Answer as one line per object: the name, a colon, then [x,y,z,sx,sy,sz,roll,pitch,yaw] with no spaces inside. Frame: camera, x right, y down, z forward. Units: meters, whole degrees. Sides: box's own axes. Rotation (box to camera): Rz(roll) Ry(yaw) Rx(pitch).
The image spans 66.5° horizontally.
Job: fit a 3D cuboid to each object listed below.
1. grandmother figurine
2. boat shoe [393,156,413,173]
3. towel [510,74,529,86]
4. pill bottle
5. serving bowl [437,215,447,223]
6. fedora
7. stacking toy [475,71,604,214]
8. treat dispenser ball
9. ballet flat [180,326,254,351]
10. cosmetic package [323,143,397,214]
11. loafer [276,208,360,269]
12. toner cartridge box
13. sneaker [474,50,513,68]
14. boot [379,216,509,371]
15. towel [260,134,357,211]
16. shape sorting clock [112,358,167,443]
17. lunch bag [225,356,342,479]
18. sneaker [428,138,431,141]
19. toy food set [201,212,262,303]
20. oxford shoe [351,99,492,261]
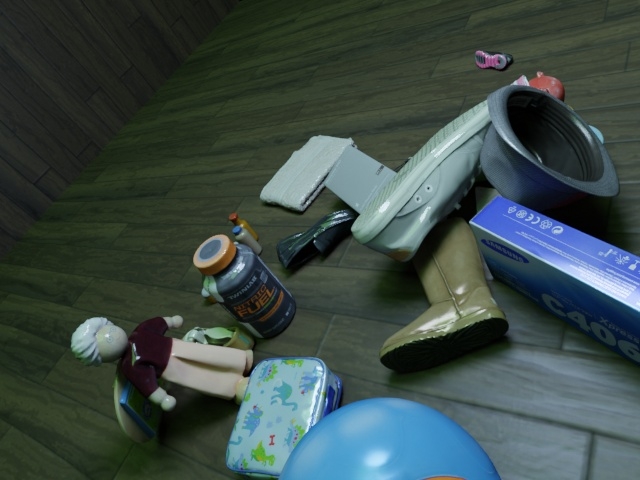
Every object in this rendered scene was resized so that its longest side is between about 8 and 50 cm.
grandmother figurine: [-0.302,0.224,0.953,0.104,0.343,0.207,-58,27,24]
boat shoe: [0.225,-0.186,1.223,0.125,0.038,0.046,-38,31,-5]
towel: [0.373,-0.254,1.064,0.197,0.029,0.144,-36,37,42]
pill bottle: [-0.166,0.096,1.053,0.131,0.245,0.130,-20,41,19]
serving bowl: [0.240,-0.058,1.091,0.083,0.027,0.083,-19,42,18]
fedora: [0.367,-0.142,0.842,0.124,0.244,0.275,121,154,-47]
stacking toy: [0.421,-0.205,1.029,0.280,0.130,0.308,-20,41,18]
treat dispenser ball: [0.084,0.341,0.589,0.288,0.288,0.288,-20,41,18]
ballet flat: [-0.257,0.225,1.125,0.232,0.073,0.080,-10,45,29]
cosmetic package: [0.121,-0.125,1.165,0.127,0.107,0.238,-58,41,8]
loafer: [0.000,0.000,1.176,0.223,0.076,0.078,-28,53,7]
toner cartridge box: [0.396,0.066,0.743,0.075,0.165,0.348,-41,38,-7]
sneaker: [0.488,-0.512,1.370,0.057,0.047,0.119,-28,39,-18]
boot: [0.206,0.096,0.922,0.236,0.089,0.269,-21,38,12]
towel: [-0.035,-0.204,1.423,0.187,0.049,0.282,18,62,46]
shape sorting clock: [-0.375,0.314,1.018,0.040,0.206,0.206,-13,42,7]
lunch bag: [-0.059,0.321,0.870,0.176,0.090,0.219,-11,45,29]
sneaker: [0.266,-0.176,1.159,0.071,0.066,0.188,-20,41,14]
toy food set: [-0.236,0.045,1.267,0.111,0.104,0.232,9,56,41]
oxford shoe: [0.244,-0.128,0.979,0.449,0.130,0.169,-47,7,-17]
